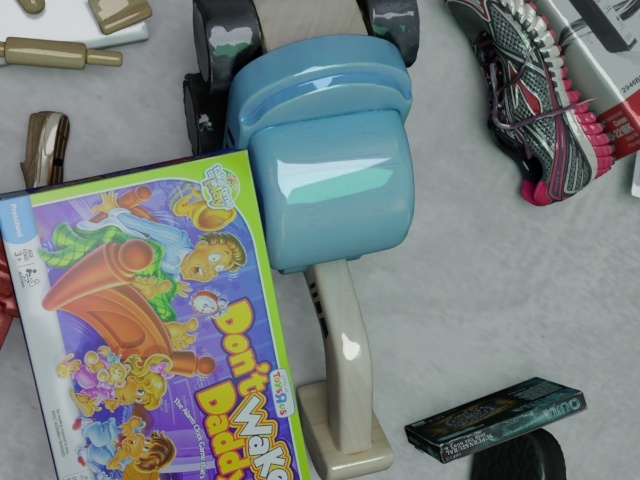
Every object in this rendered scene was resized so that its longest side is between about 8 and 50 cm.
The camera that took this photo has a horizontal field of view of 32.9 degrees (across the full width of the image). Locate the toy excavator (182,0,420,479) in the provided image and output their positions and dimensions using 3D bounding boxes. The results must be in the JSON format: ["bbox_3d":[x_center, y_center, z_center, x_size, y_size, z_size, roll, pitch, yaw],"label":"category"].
[{"bbox_3d":[0.000,0.000,1.165,0.222,0.433,0.445,-9,65,-14],"label":"toy excavator"}]

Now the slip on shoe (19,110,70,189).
[{"bbox_3d":[-0.311,-0.077,1.198,0.041,0.051,0.135,8,89,9],"label":"slip on shoe"}]

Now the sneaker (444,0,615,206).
[{"bbox_3d":[0.236,-0.180,1.291,0.112,0.121,0.299,-35,99,-9],"label":"sneaker"}]

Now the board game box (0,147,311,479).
[{"bbox_3d":[-0.156,0.104,1.030,0.233,0.078,0.347,-14,100,-17],"label":"board game box"}]

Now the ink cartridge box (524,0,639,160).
[{"bbox_3d":[0.367,-0.266,1.305,0.197,0.114,0.273,-36,89,-11],"label":"ink cartridge box"}]

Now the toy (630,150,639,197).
[{"bbox_3d":[0.513,-0.096,1.386,0.237,0.056,0.136,11,81,-2],"label":"toy"}]

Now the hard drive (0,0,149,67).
[{"bbox_3d":[-0.362,-0.293,1.185,0.308,0.040,0.203,-13,94,-13],"label":"hard drive"}]

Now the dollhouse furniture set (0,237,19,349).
[{"bbox_3d":[-0.263,0.098,1.141,0.374,0.201,0.152,28,84,-19],"label":"dollhouse furniture set"}]

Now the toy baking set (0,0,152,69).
[{"bbox_3d":[-0.312,-0.282,1.165,0.256,0.030,0.196,-1,88,-14],"label":"toy baking set"}]

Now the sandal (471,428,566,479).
[{"bbox_3d":[0.245,0.445,1.286,0.107,0.168,0.445,9,89,-31],"label":"sandal"}]

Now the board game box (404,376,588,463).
[{"bbox_3d":[0.205,0.211,1.284,0.186,0.126,0.026,-18,95,-12],"label":"board game box"}]
